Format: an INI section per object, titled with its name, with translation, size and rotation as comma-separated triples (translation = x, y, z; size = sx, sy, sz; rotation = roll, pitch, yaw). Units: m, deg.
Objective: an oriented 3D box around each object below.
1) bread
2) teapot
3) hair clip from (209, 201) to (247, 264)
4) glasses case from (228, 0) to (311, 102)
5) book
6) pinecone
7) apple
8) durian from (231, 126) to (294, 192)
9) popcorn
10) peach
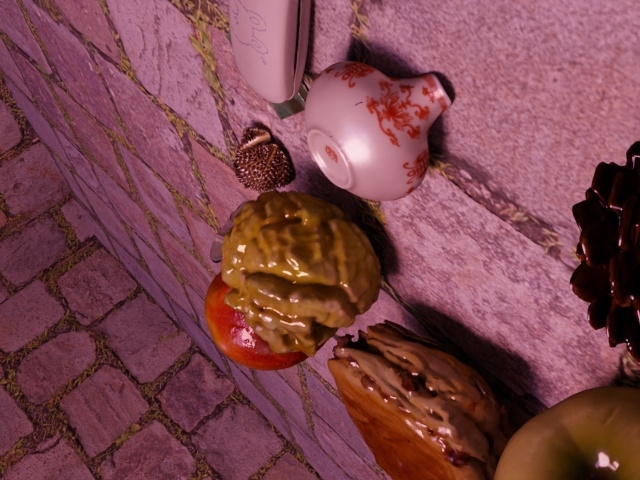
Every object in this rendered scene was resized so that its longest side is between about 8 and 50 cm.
[bread]
translation = 0.170, 0.261, 1.027
size = 0.278, 0.167, 0.324
rotation = 26, 148, 48
[teapot]
translation = 0.043, -0.114, 0.778
size = 0.159, 0.116, 0.245
rotation = 46, 168, -19
[hair clip]
translation = -0.139, -0.017, 1.251
size = 0.054, 0.140, 0.220
rotation = 43, 163, -22
[glasses case]
translation = -0.057, -0.248, 0.790
size = 0.092, 0.059, 0.233
rotation = 39, 153, 17
[book]
translation = -0.066, -0.222, 0.923
size = 0.135, 0.017, 0.103
rotation = 56, 160, -14
[pinecone]
translation = 0.260, 0.013, 0.460
size = 0.165, 0.163, 0.162
rotation = 9, 135, 43
[apple]
translation = 0.310, 0.292, 0.712
size = 0.279, 0.279, 0.279
rotation = 43, 158, 22
[durian]
translation = -0.103, -0.116, 1.111
size = 0.110, 0.071, 0.140
rotation = 55, 164, -10
[popcorn]
translation = -0.030, 0.054, 1.019
size = 0.259, 0.212, 0.259
rotation = 18, 139, 17
[peach]
translation = -0.088, 0.120, 1.246
size = 0.231, 0.231, 0.231
rotation = 43, 158, 22
